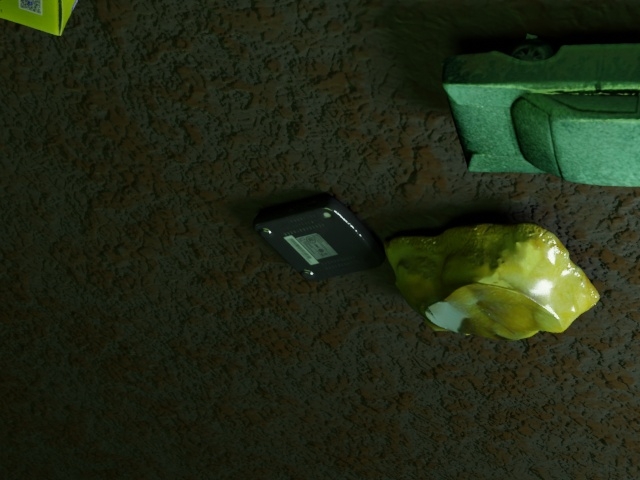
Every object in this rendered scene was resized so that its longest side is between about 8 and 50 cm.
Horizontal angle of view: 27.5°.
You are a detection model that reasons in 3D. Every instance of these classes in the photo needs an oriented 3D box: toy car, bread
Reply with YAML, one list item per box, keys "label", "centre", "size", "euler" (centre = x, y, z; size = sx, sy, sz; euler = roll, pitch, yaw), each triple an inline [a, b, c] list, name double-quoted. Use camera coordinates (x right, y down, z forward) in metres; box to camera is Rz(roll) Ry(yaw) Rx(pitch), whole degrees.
- label: "toy car"
  centre: [0.277, -0.112, 1.214]
  size: [0.320, 0.097, 0.141]
  euler: [2, 143, 22]
- label: "bread"
  centre: [0.188, 0.052, 1.488]
  size: [0.233, 0.088, 0.160]
  euler: [-14, 139, 40]

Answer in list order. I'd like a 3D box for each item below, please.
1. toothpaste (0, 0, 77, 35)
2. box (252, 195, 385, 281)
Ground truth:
- label: "toothpaste"
  centre: [-0.373, -0.298, 1.228]
  size: [0.327, 0.110, 0.077]
  euler: [17, 147, 1]
- label: "box"
  centre: [0.000, 0.000, 1.547]
  size: [0.125, 0.027, 0.126]
  euler: [-13, 135, 36]
